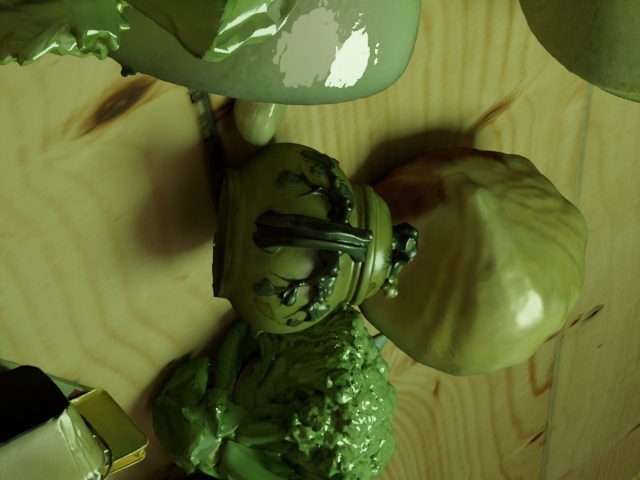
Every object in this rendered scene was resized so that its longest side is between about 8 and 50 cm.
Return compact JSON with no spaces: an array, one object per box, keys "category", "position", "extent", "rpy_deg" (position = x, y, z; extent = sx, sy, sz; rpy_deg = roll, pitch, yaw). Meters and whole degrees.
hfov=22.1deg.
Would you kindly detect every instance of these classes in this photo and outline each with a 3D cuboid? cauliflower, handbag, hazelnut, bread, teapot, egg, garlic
[{"category":"cauliflower","position":[-0.049,0.188,1.719],"extent":[0.250,0.275,0.272],"rpy_deg":[6,149,-15]},{"category":"handbag","position":[-0.209,0.183,1.559],"extent":[0.061,0.083,0.027],"rpy_deg":[-22,144,-38]},{"category":"hazelnut","position":[0.153,0.013,1.684],"extent":[0.261,0.261,0.241],"rpy_deg":[-29,151,-27]},{"category":"bread","position":[-0.297,0.227,1.450],"extent":[0.224,0.142,0.212],"rpy_deg":[-26,137,-26]},{"category":"teapot","position":[0.000,0.000,1.469],"extent":[0.182,0.173,0.269],"rpy_deg":[5,176,-9]},{"category":"egg","position":[-0.024,-0.206,1.111],"extent":[0.271,0.206,0.162],"rpy_deg":[-32,142,-52]},{"category":"garlic","position":[-0.048,-0.117,1.424],"extent":[0.053,0.041,0.083],"rpy_deg":[-7,130,-58]}]

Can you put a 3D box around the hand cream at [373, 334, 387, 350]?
[{"category":"hand cream","position":[0.025,0.161,1.969],"extent":[0.174,0.047,0.076],"rpy_deg":[-26,151,-49]}]

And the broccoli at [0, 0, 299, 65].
[{"category":"broccoli","position":[-0.111,-0.225,0.877],"extent":[0.348,0.281,0.293],"rpy_deg":[-46,160,10]}]

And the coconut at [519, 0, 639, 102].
[{"category":"coconut","position":[0.333,-0.259,1.471],"extent":[0.323,0.323,0.323],"rpy_deg":[-33,153,-19]}]

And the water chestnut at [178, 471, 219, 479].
[{"category":"water chestnut","position":[-0.100,0.421,1.887],"extent":[0.300,0.300,0.300],"rpy_deg":[-33,153,-19]}]

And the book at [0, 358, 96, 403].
[{"category":"book","position":[-0.307,0.185,1.542],"extent":[0.162,0.022,0.232],"rpy_deg":[-46,155,5]}]
